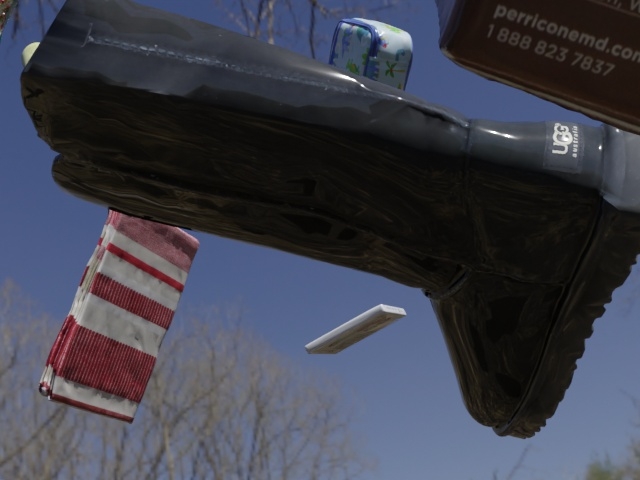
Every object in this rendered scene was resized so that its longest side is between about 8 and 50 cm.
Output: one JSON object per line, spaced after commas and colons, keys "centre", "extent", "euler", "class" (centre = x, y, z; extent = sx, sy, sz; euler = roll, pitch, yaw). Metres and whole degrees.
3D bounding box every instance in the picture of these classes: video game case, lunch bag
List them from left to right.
{"centre": [0.064, 0.159, 1.664], "extent": [0.157, 0.019, 0.143], "euler": [-30, -16, 14], "class": "video game case"}
{"centre": [0.064, -0.243, 1.521], "extent": [0.090, 0.176, 0.219], "euler": [5, -71, -21], "class": "lunch bag"}

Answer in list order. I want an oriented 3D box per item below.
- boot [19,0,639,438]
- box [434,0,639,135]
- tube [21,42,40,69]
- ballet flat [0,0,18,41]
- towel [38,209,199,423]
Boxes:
{"centre": [0.000, -0.002, 0.788], "extent": [0.445, 0.146, 0.367], "euler": [11, -42, 3], "class": "boot"}
{"centre": [0.162, -0.236, 0.315], "extent": [0.143, 0.191, 0.381], "euler": [19, -66, -4], "class": "box"}
{"centre": [-0.453, -0.271, 1.566], "extent": [0.070, 0.240, 0.062], "euler": [-46, -56, 1], "class": "tube"}
{"centre": [-0.480, -0.329, 1.334], "extent": [0.091, 0.241, 0.077], "euler": [12, -13, 35], "class": "ballet flat"}
{"centre": [-0.312, 0.114, 1.506], "extent": [0.037, 0.329, 0.237], "euler": [13, -14, 28], "class": "towel"}
